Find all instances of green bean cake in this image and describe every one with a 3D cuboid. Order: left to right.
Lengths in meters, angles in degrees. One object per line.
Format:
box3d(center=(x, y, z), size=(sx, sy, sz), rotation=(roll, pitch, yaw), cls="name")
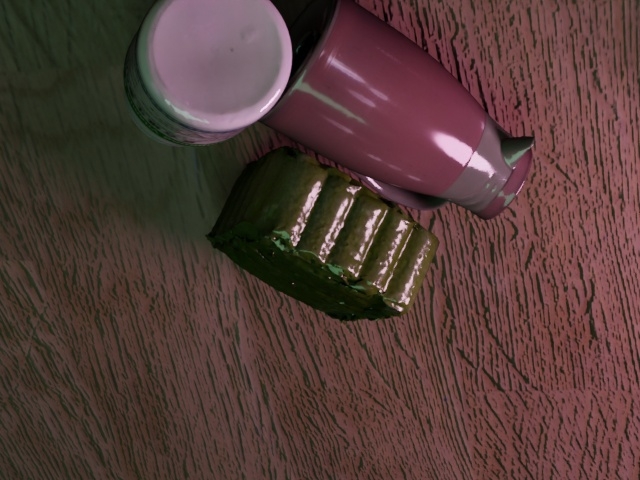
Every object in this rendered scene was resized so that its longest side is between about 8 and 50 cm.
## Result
box3d(center=(0.000, 0.000, 1.394), size=(0.200, 0.113, 0.214), rotation=(31, 165, -13), cls="green bean cake")

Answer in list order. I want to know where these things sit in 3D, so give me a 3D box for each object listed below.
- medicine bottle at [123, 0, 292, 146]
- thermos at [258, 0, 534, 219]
box3d(center=(-0.116, -0.157, 1.240), size=(0.139, 0.139, 0.237), rotation=(26, 172, -13), cls="medicine bottle")
box3d(center=(0.076, -0.112, 1.312), size=(0.265, 0.146, 0.176), rotation=(30, 145, -19), cls="thermos")
